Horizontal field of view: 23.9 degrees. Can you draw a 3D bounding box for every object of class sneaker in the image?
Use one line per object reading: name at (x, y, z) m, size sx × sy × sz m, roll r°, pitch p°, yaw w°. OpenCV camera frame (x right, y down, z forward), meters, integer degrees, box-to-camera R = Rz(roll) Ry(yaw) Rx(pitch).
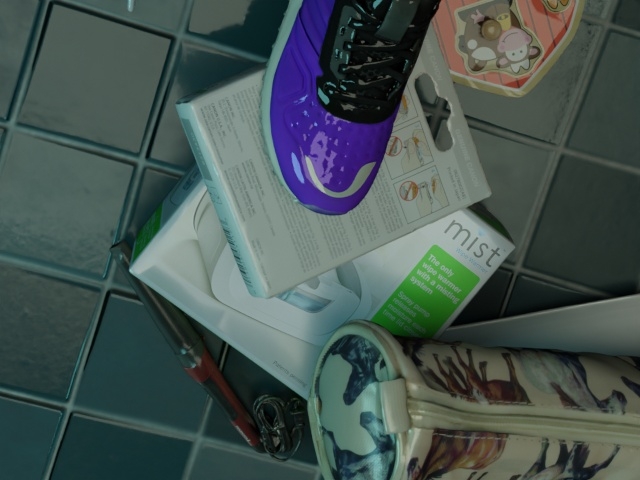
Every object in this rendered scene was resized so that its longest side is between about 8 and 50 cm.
sneaker at (0.033, -0.162, 1.167) m, size 0.102 × 0.146 × 0.293 m, roll 8°, pitch 93°, yaw -22°

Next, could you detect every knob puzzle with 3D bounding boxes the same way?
knob puzzle at (0.159, -0.221, 1.381) m, size 0.213 × 0.030 × 0.213 m, roll -2°, pitch 105°, yaw -6°

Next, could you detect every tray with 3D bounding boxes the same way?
tray at (0.248, 0.128, 1.484) m, size 0.270 × 0.030 × 0.145 m, roll -10°, pitch 106°, yaw -4°

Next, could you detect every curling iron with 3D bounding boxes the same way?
curling iron at (-0.107, 0.103, 1.436) m, size 0.068 × 0.035 × 0.274 m, roll -38°, pitch 106°, yaw 7°

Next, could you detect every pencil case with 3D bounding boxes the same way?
pencil case at (0.184, 0.163, 1.318) m, size 0.410 × 0.183 × 0.159 m, roll 8°, pitch 68°, yaw -30°

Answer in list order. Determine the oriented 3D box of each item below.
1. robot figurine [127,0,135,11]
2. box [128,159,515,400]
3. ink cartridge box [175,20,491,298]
robot figurine at (-0.092, -0.355, 1.231) m, size 0.300 × 0.200 × 0.353 m, roll 36°, pitch 98°, yaw -28°
box at (0.000, 0.000, 1.376) m, size 0.262 × 0.127 × 0.231 m, roll 38°, pitch 100°, yaw -13°
ink cartridge box at (0.013, -0.076, 1.276) m, size 0.225 × 0.056 × 0.181 m, roll -25°, pitch 105°, yaw -18°
